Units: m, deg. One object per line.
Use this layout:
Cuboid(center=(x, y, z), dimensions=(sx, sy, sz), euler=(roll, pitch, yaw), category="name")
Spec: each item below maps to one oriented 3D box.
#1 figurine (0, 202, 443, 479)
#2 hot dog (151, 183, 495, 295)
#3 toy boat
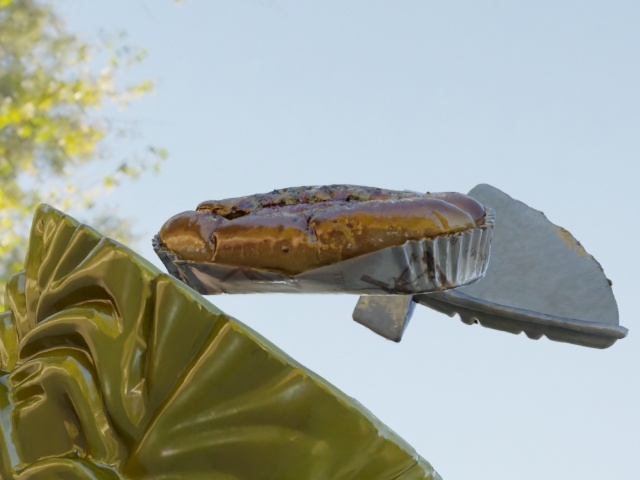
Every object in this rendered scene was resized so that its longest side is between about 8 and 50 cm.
Cuboid(center=(-0.117, 0.163, 0.483), dimensions=(0.187, 0.315, 0.168), euler=(29, -10, 34), category="figurine")
Cuboid(center=(0.000, 0.000, 1.064), dimensions=(0.267, 0.144, 0.075), euler=(-1, -79, 18), category="hot dog")
Cuboid(center=(0.183, 0.031, 1.630), dimensions=(0.293, 0.276, 0.111), euler=(5, -52, -2), category="toy boat")
